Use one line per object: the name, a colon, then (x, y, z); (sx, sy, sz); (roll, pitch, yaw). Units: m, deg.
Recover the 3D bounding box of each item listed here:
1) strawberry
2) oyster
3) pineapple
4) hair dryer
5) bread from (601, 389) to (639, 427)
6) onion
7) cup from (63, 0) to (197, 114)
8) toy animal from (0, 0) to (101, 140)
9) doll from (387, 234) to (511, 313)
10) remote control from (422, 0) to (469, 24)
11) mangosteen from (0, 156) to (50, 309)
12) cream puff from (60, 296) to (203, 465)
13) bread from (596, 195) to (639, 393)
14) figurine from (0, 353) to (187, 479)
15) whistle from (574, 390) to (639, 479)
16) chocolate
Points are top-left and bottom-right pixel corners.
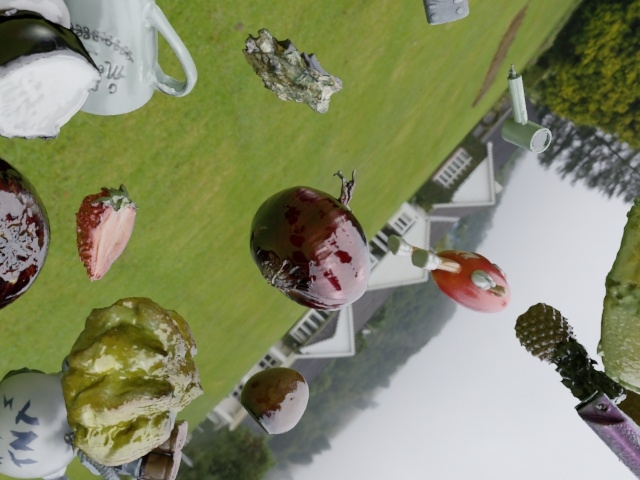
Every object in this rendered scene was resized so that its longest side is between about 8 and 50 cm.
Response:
strawberry: (-0.551, -0.023, 1.602); (0.174, 0.098, 0.228); (-33, 142, -62)
oyster: (-0.058, -0.322, 1.208); (0.092, 0.198, 0.259); (-59, -171, 5)
pineapple: (0.322, 0.151, 0.817); (0.074, 0.159, 0.074); (-17, 133, -19)
hair dryer: (0.266, -0.177, 0.836); (0.038, 0.124, 0.063); (-31, -142, -12)
bread: (0.595, 0.327, 1.134); (0.103, 0.131, 0.172); (-20, 179, -19)
onion: (0.000, 0.000, 1.243); (0.285, 0.273, 0.273); (-45, 178, -27)
cup: (-0.324, -0.341, 1.053); (0.234, 0.258, 0.186); (121, -13, -51)
toy animal: (-0.437, -0.275, 0.895); (0.187, 0.235, 0.165); (-43, 155, 17)
doll: (0.219, 0.054, 0.976); (0.085, 0.217, 0.183); (-62, -161, 0)
remote control: (0.263, -0.656, 1.437); (0.377, 0.107, 0.044); (60, 30, -53)
mangosteen: (-0.497, -0.008, 0.819); (0.235, 0.262, 0.235); (8, 90, -73)
cream puff: (-0.284, 0.204, 0.952); (0.196, 0.244, 0.244); (-18, 177, -5)
bread: (0.385, 0.079, 0.709); (0.186, 0.124, 0.257); (-45, 136, -32)
figurine: (-0.434, 0.336, 1.131); (0.186, 0.382, 0.260); (97, 3, -74)
whistle: (0.292, 0.204, 0.538); (0.033, 0.176, 0.033); (-37, 164, -13)
chocolate: (-0.111, 0.401, 1.621); (0.176, 0.177, 0.177); (-48, 180, 0)
